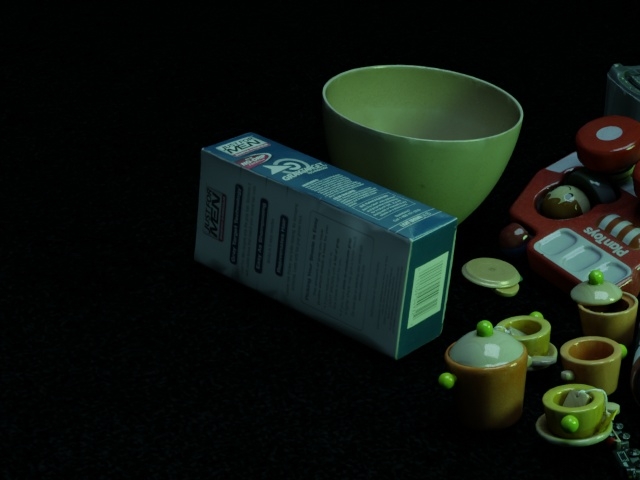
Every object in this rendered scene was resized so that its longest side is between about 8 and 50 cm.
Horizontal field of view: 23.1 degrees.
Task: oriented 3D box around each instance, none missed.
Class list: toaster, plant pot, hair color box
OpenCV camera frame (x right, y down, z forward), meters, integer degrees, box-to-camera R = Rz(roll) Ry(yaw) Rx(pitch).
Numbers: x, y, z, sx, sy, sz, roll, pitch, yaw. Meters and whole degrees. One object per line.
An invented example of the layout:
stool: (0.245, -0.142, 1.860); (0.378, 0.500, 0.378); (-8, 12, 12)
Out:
toaster: (0.545, -0.188, 2.527); (0.129, 0.146, 0.227); (-6, 28, -20)
plant pot: (0.137, -0.113, 2.245); (0.284, 0.191, 0.284); (4, 27, -2)
hair color box: (0.000, 0.000, 2.011); (0.347, 0.174, 0.105); (24, 31, 32)

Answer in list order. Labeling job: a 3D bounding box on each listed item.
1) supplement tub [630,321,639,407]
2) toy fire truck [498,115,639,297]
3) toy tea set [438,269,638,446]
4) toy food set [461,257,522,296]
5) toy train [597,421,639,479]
supplement tub: (0.437, 0.133, 1.914); (0.106, 0.106, 0.198); (11, 27, 10)
toy fire truck: (0.390, -0.027, 2.186); (0.254, 0.169, 0.302); (-28, 37, -19)
toy tea set: (0.272, 0.116, 1.859); (0.200, 0.124, 0.336); (3, 23, 21)
toy food set: (0.234, 0.048, 2.135); (0.083, 0.020, 0.082); (11, 27, 10)
toy train: (0.333, 0.227, 1.796); (0.036, 0.027, 0.158); (-9, 28, -7)
